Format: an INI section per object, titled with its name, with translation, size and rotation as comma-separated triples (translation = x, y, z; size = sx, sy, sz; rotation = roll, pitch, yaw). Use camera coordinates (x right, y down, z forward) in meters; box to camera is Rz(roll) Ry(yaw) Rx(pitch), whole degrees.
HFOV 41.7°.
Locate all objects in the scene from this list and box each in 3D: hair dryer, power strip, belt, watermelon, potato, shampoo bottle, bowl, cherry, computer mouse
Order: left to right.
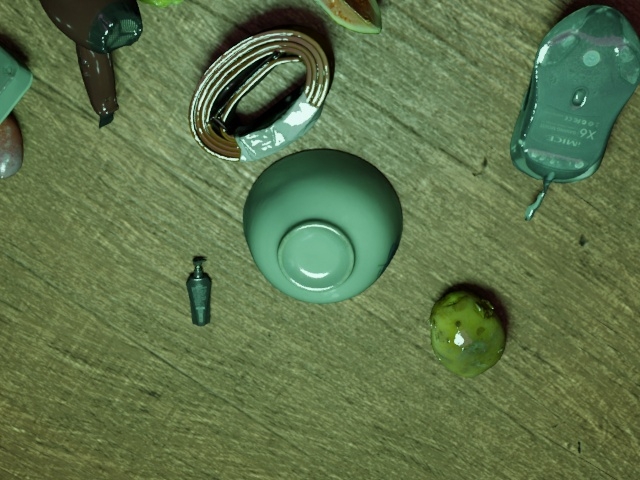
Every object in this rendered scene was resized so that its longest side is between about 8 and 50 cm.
[power strip]
translation = -0.620, -0.228, 1.399
size = 0.193, 0.059, 0.265
rotation = 39, 90, 18
[cherry]
translation = -0.563, -0.165, 1.452
size = 0.106, 0.087, 0.126
rotation = -20, 94, 31
[hair dryer]
translation = -0.391, -0.329, 1.351
size = 0.312, 0.123, 0.340
rotation = 44, 151, 25
[shampoo bottle]
translation = -0.228, 0.097, 1.584
size = 0.048, 0.027, 0.137
rotation = -4, 115, -9
[belt]
translation = -0.093, -0.239, 1.380
size = 0.261, 0.105, 0.184
rotation = -42, 103, 17
[bowl]
translation = 0.000, 0.000, 1.459
size = 0.289, 0.146, 0.289
rotation = 1, 115, 3
[watermelon]
translation = 0.037, -0.395, 1.319
size = 0.163, 0.087, 0.069
rotation = 43, 80, -16
[potato]
translation = 0.268, 0.176, 1.531
size = 0.137, 0.137, 0.176
rotation = -29, 116, 16
[computer mouse]
translation = 0.397, -0.201, 1.372
size = 0.167, 0.090, 0.379
rotation = 16, 121, 3

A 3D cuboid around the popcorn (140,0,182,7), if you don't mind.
[popcorn]
translation = -0.244, -0.423, 1.288
size = 0.141, 0.162, 0.136
rotation = 19, 84, 26
